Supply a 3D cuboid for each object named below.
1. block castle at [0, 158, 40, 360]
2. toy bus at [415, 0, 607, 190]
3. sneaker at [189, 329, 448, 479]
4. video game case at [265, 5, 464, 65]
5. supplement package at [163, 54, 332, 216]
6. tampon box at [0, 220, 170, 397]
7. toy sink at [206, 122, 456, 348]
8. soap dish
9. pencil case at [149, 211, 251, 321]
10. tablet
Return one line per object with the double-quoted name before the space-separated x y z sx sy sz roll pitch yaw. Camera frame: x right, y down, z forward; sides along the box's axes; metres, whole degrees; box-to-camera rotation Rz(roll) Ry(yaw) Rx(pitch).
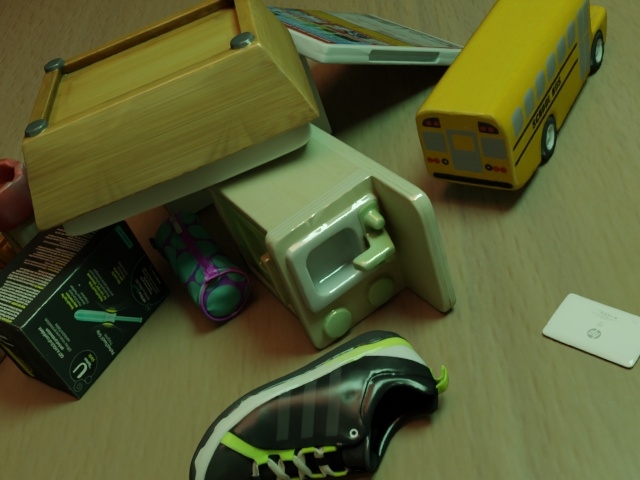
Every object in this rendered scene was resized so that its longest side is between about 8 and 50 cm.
"block castle" -0.535 0.088 0.857 0.303 0.213 0.453 3 46 28
"toy bus" 0.232 -0.195 0.883 0.108 0.130 0.333 11 50 34
"sneaker" 0.002 0.158 0.631 0.234 0.084 0.097 -33 42 -13
"video game case" 0.039 -0.272 1.011 0.285 0.025 0.204 -11 34 -43
"supplement package" -0.132 -0.160 1.005 0.244 0.139 0.134 -32 39 -11
"tampon box" -0.271 0.064 0.833 0.101 0.120 0.161 12 50 33
"toy sink" 0.000 0.000 0.757 0.131 0.153 0.234 -35 42 -15
"soap dish" -0.160 -0.144 0.787 0.291 0.118 0.229 -22 36 5
"pencil case" -0.135 0.025 0.854 0.064 0.070 0.151 -33 42 -13
"tablet" 0.245 0.077 0.670 0.083 0.006 0.054 20 56 40
